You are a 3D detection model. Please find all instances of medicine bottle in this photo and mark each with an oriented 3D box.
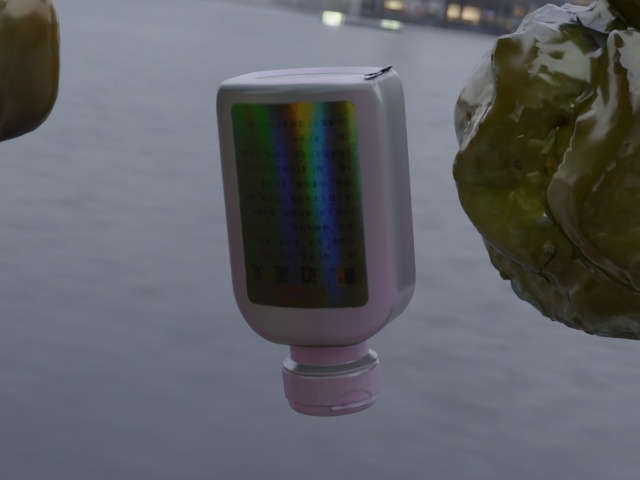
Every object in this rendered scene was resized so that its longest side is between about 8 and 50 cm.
[{"bbox_3d":[0.000,0.000,1.007,0.115,0.219,0.078,1,14,22],"label":"medicine bottle"}]

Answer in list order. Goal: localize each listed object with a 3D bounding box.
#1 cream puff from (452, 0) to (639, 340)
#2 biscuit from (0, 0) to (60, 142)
[{"bbox_3d":[0.263,-0.109,1.105,0.378,0.275,0.378,-12,27,6],"label":"cream puff"},{"bbox_3d":[-0.255,-0.129,0.705,0.291,0.236,0.062,-9,36,-23],"label":"biscuit"}]
